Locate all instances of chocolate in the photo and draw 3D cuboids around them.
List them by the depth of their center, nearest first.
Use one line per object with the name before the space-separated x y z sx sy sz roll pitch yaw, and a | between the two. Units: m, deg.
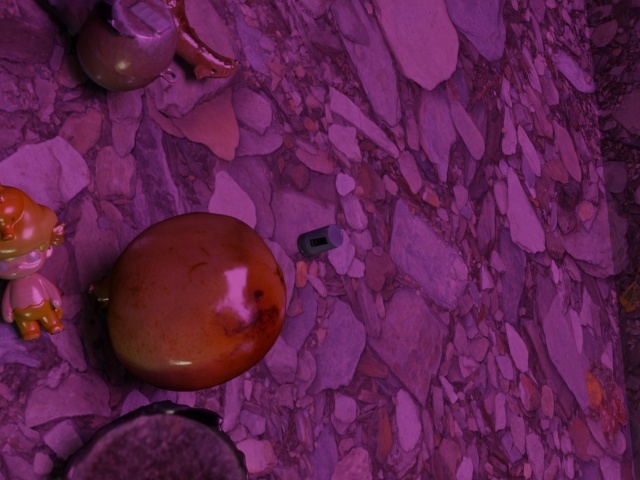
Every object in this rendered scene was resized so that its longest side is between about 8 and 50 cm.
chocolate | -0.221 0.413 1.601 0.213 0.303 0.303 66 21 -67

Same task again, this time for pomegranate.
pomegranate | -0.214 0.100 1.709 0.319 0.319 0.319 25 57 -44

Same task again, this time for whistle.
whistle | -0.387 -0.383 1.830 0.348 0.189 0.189 42 42 -4

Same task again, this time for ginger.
ginger | -0.290 -0.425 2.000 0.333 0.081 0.148 49 47 -26

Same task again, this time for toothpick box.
toothpick box | 0.000 0.000 2.185 0.052 0.083 0.052 25 56 -44

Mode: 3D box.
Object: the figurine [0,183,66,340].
figurine | -0.451 0.026 1.584 0.156 0.131 0.246 -14 104 -14
